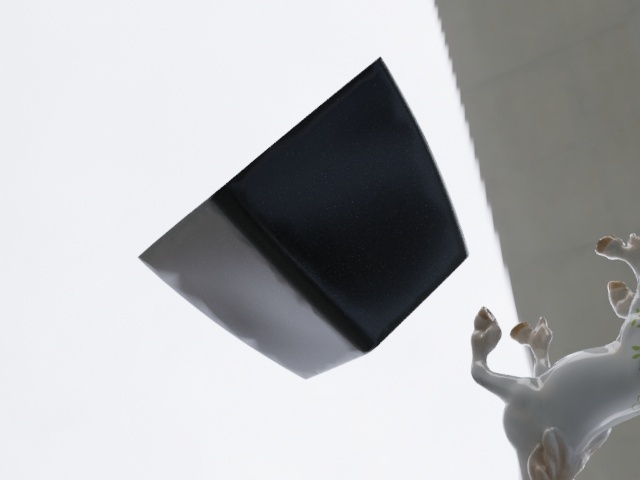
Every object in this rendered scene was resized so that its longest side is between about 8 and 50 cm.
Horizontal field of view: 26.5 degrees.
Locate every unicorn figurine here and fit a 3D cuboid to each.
[{"bbox_3d":[0.113,0.069,0.599,0.162,0.060,0.111,-46,-141,29],"label":"unicorn figurine"}]

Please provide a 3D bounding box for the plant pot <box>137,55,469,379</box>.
[{"bbox_3d":[0.000,0.000,1.062,0.167,0.188,0.187,51,-29,-3],"label":"plant pot"}]
